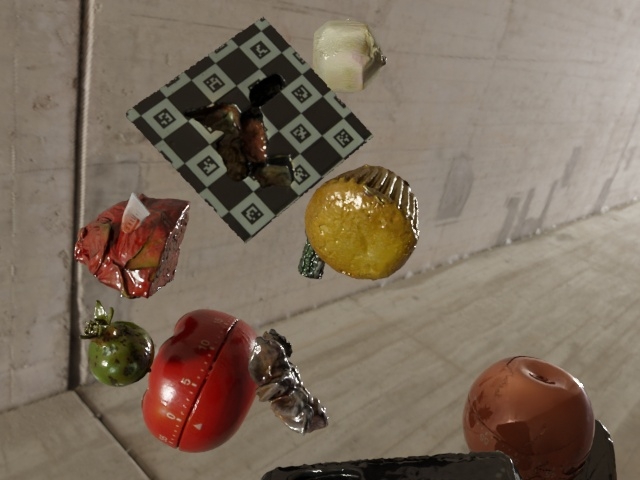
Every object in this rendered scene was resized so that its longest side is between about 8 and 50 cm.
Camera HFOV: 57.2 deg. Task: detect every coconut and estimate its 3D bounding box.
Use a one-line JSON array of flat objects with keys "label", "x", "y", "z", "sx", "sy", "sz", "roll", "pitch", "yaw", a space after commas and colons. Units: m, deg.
[{"label": "coconut", "x": 0.092, "y": -0.578, "z": 1.837, "sx": 0.227, "sy": 0.231, "sz": 0.227, "roll": 2, "pitch": -90, "yaw": -83}]

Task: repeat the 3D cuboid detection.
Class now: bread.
[{"label": "bread", "x": 0.082, "y": -0.032, "z": 1.154, "sx": 0.139, "sy": 0.240, "sz": 0.239, "roll": -62, "pitch": -23, "yaw": -47}]

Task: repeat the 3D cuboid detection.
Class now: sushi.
[{"label": "sushi", "x": -0.135, "y": -0.221, "z": 1.181, "sx": 0.359, "sy": 0.343, "sz": 0.064, "roll": -42, "pitch": -3, "yaw": -18}]

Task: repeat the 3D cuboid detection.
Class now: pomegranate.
[{"label": "pomegranate", "x": -0.447, "y": 0.230, "z": 1.306, "sx": 0.156, "sy": 0.156, "sz": 0.220, "roll": -28, "pitch": -43, "yaw": -37}]

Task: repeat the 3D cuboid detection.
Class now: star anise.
[{"label": "star anise", "x": -0.063, "y": 0.271, "z": 1.094, "sx": 0.093, "sy": 0.229, "sz": 0.236, "roll": -33, "pitch": -80, "yaw": -1}]

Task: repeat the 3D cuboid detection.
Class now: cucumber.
[{"label": "cucumber", "x": -0.001, "y": -0.001, "z": 1.554, "sx": 0.077, "sy": 0.077, "sz": 0.265, "roll": -16, "pitch": -47, "yaw": -46}]

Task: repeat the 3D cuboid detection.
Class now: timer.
[{"label": "timer", "x": 0.380, "y": 0.337, "z": 1.085, "sx": 0.230, "sy": 0.230, "sz": 0.214, "roll": -10, "pitch": -63, "yaw": -49}, {"label": "timer", "x": -0.310, "y": 0.381, "z": 1.595, "sx": 0.378, "sy": 0.279, "sz": 0.377, "roll": -156, "pitch": 90, "yaw": -88}]

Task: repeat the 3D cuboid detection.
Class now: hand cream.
[{"label": "hand cream", "x": -0.432, "y": -0.053, "z": 1.364, "sx": 0.052, "sy": 0.216, "sz": 0.038, "roll": 24, "pitch": -113, "yaw": -17}]

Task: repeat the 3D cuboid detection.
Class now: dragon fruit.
[{"label": "dragon fruit", "x": -0.526, "y": 0.044, "z": 1.591, "sx": 0.302, "sy": 0.330, "sz": 0.240, "roll": -74, "pitch": -21, "yaw": -47}]

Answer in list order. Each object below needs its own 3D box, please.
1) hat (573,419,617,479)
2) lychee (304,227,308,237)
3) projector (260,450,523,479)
[{"label": "hat", "x": 0.463, "y": 0.543, "z": 1.237, "sx": 0.382, "sy": 0.366, "sz": 0.257, "roll": -27, "pitch": -63, "yaw": -58}, {"label": "lychee", "x": -0.011, "y": -0.035, "z": 1.769, "sx": 0.083, "sy": 0.067, "sz": 0.068, "roll": -31, "pitch": -37, "yaw": 19}, {"label": "projector", "x": 0.113, "y": 0.528, "z": 0.789, "sx": 0.242, "sy": 0.395, "sz": 0.405, "roll": -65, "pitch": -38, "yaw": -67}]
